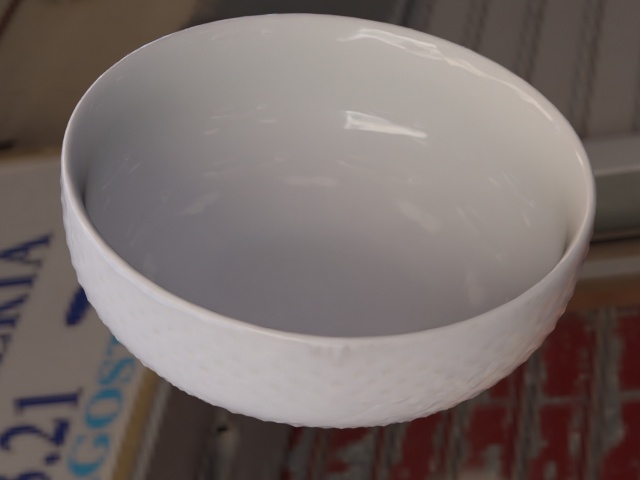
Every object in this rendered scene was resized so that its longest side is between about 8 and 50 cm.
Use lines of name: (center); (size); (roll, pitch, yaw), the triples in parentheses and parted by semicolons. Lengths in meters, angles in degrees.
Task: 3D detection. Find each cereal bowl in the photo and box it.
cereal bowl: (0.000, 0.000, 1.112); (0.339, 0.339, 0.141); (-70, -9, -51)
